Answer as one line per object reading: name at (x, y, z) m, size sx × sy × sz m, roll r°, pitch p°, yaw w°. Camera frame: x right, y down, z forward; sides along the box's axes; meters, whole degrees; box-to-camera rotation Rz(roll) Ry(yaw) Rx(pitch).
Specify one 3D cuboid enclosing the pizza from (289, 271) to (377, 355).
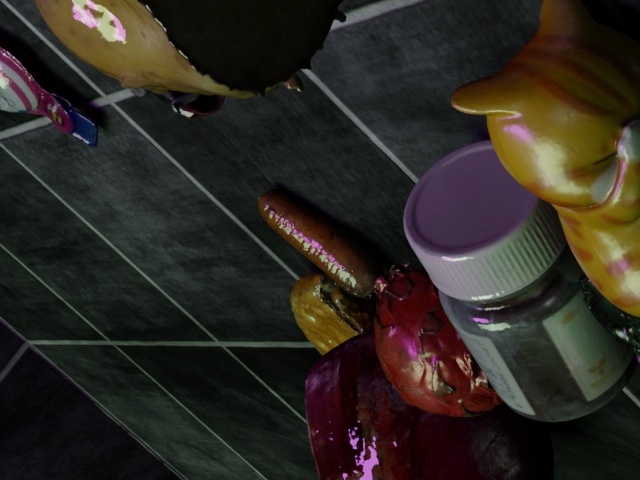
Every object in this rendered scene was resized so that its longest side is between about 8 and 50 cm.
pizza at (0.048, 0.120, 2.323) m, size 0.197 × 0.058 × 0.292 m, roll 27°, pitch 160°, yaw 23°

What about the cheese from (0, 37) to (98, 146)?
cheese at (-0.399, -0.203, 2.345) m, size 0.244 × 0.062 × 0.155 m, roll 34°, pitch 158°, yaw 5°

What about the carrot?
carrot at (0.000, 0.000, 2.138) m, size 0.186 × 0.060 × 0.060 m, roll 39°, pitch 161°, yaw 9°

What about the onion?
onion at (0.148, 0.258, 2.154) m, size 0.260 × 0.282 × 0.337 m, roll -18°, pitch 110°, yaw 25°

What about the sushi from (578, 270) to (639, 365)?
sushi at (0.347, 0.064, 1.593) m, size 0.225 × 0.127 × 0.124 m, roll 31°, pitch 160°, yaw 22°

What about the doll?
doll at (0.247, -0.061, 1.438) m, size 0.162 × 0.166 × 0.269 m, roll 10°, pitch 144°, yaw 48°

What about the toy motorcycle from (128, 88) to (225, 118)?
toy motorcycle at (-0.170, -0.203, 1.926) m, size 0.122 × 0.082 × 0.213 m, roll 29°, pitch 160°, yaw 23°

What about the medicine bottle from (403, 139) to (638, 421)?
medicine bottle at (0.202, 0.043, 1.735) m, size 0.165 × 0.165 × 0.273 m, roll 18°, pitch 151°, yaw 42°

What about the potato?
potato at (-0.149, -0.244, 1.494) m, size 0.301 × 0.289 × 0.237 m, roll 43°, pitch 144°, yaw -25°

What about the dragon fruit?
dragon fruit at (0.149, 0.113, 1.984) m, size 0.209 × 0.172 × 0.172 m, roll 35°, pitch 163°, yaw 37°
